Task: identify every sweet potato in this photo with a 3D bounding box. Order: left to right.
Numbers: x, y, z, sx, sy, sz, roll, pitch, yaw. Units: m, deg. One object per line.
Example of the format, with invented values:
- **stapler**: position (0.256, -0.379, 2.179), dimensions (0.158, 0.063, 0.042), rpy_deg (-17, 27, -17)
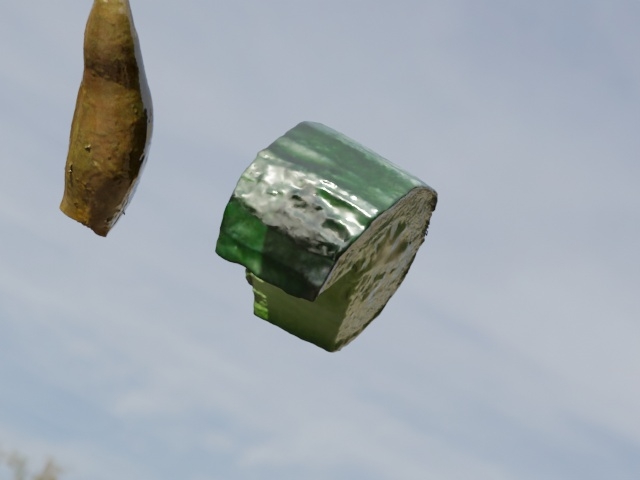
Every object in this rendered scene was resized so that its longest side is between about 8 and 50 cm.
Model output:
- **sweet potato**: position (-0.174, -0.104, 1.587), dimensions (0.077, 0.077, 0.244), rpy_deg (22, -59, 13)

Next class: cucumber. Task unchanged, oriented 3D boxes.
- **cucumber**: position (0.007, -0.005, 1.682), dimensions (0.130, 0.191, 0.191), rpy_deg (34, -15, 25)
